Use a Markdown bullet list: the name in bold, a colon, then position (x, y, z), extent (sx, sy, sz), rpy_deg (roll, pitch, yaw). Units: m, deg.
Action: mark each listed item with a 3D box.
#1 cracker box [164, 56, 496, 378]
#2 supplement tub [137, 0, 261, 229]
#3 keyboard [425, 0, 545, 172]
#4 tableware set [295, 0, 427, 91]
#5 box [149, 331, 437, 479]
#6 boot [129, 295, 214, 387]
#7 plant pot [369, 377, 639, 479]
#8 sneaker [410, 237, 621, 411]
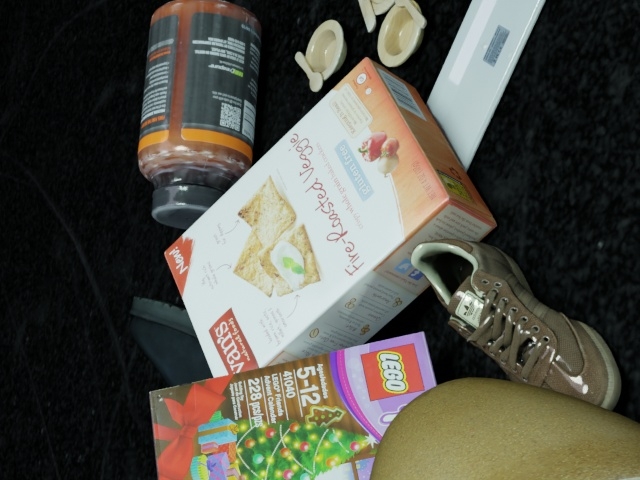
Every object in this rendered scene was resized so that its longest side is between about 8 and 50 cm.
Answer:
- **cracker box**: position (0.000, 0.000, 1.128), extent (0.232, 0.067, 0.155), rpy_deg (-44, 49, 20)
- **supplement tub**: position (-0.111, -0.113, 1.378), extent (0.106, 0.106, 0.197), rpy_deg (-20, 61, 53)
- **keyboard**: position (0.125, -0.145, 1.111), extent (0.072, 0.014, 0.256), rpy_deg (42, 114, 49)
- **tableware set**: position (0.037, -0.160, 1.246), extent (0.168, 0.020, 0.141), rpy_deg (-57, 36, 29)
- **box**: position (0.002, 0.214, 0.998), extent (0.057, 0.201, 0.293), rpy_deg (75, -177, -55)
- **boot**: position (-0.110, 0.164, 1.275), extent (0.246, 0.094, 0.207), rpy_deg (14, 86, 52)
- **plant pot**: position (0.116, 0.180, 0.826), extent (0.254, 0.237, 0.237), rpy_deg (-125, 55, -69)
- **sneaker**: position (0.118, 0.060, 0.982), extent (0.066, 0.071, 0.188), rpy_deg (-65, 33, 17)
